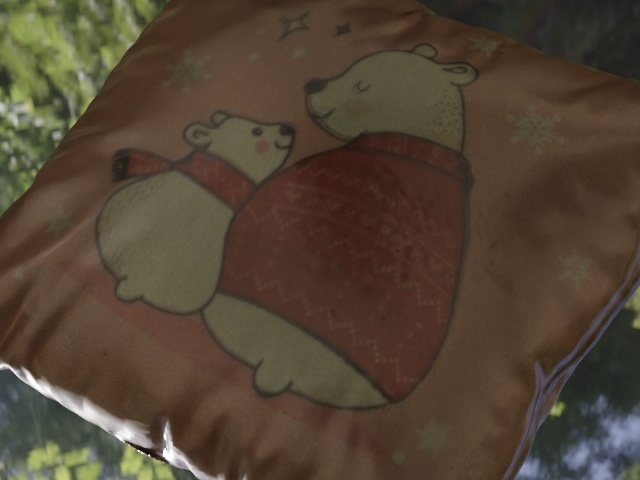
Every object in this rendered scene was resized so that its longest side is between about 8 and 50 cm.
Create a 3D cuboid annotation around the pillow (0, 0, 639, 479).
[{"bbox_3d":[0.000,0.000,0.641,0.236,0.084,0.223,26,-106,19],"label":"pillow"}]
